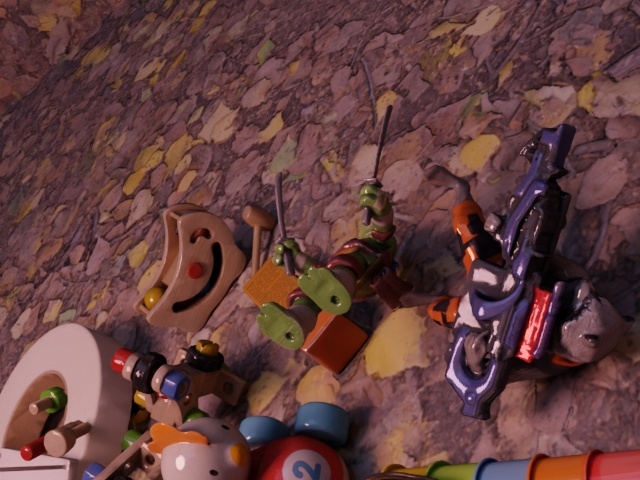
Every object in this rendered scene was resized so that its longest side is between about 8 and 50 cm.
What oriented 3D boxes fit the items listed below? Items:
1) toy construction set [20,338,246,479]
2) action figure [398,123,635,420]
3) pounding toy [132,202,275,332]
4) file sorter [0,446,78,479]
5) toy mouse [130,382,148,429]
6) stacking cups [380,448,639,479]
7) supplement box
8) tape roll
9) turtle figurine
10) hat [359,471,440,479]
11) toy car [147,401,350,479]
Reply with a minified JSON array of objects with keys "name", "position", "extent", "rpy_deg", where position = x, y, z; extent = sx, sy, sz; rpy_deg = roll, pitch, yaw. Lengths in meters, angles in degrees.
[{"name":"toy construction set","position":[-0.255,0.265,1.484],"extent":[0.308,0.237,0.258],"rpy_deg":[-4,97,24]},{"name":"action figure","position":[0.237,0.022,1.161],"extent":[0.330,0.178,0.341],"rpy_deg":[42,117,52]},{"name":"pounding toy","position":[-0.199,0.034,1.667],"extent":[0.269,0.154,0.155],"rpy_deg":[-55,34,-6]},{"name":"file sorter","position":[-0.505,0.462,1.495],"extent":[0.192,0.173,0.278],"rpy_deg":[-2,79,39]},{"name":"toy mouse","position":[-0.343,0.295,1.695],"extent":[0.143,0.031,0.161],"rpy_deg":[-30,39,28]},{"name":"stacking cups","position":[0.211,0.266,1.042],"extent":[0.316,0.096,0.096],"rpy_deg":[-16,46,34]},{"name":"supplement box","position":[-0.027,0.105,1.468],"extent":[0.080,0.078,0.233],"rpy_deg":[-52,34,-2]},{"name":"tape roll","position":[-0.468,0.336,1.717],"extent":[0.392,0.072,0.392],"rpy_deg":[-29,47,36]},{"name":"turtle figurine","position":[0.000,0.000,1.307],"extent":[0.197,0.275,0.266],"rpy_deg":[-4,24,24]},{"name":"hat","position":[0.041,0.391,0.984],"extent":[0.331,0.134,0.331],"rpy_deg":[-15,66,35]},{"name":"toy car","position":[-0.106,0.287,1.241],"extent":[0.210,0.238,0.219],"rpy_deg":[-20,44,37]}]
